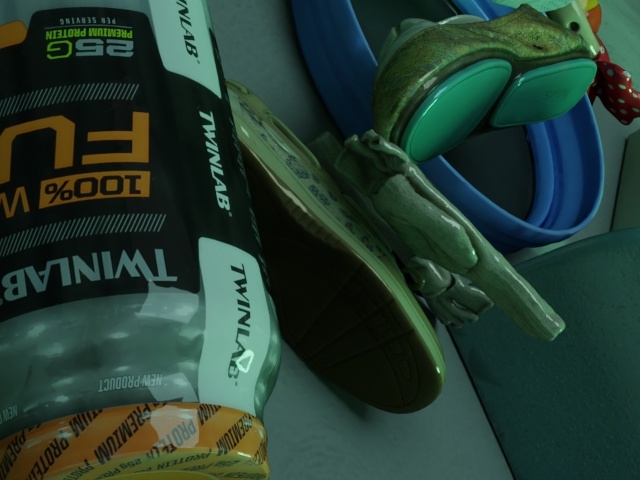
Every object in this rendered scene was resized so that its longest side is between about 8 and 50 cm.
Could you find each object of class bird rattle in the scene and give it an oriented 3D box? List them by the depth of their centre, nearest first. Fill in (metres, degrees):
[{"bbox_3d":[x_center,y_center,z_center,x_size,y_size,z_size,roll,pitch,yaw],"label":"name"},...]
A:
[{"bbox_3d":[0.289,-0.246,1.605,0.253,0.143,0.207,54,17,-11],"label":"bird rattle"}]

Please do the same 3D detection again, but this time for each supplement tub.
[{"bbox_3d":[-0.131,-0.002,0.798,0.194,0.193,0.316,15,52,-46],"label":"supplement tub"}]

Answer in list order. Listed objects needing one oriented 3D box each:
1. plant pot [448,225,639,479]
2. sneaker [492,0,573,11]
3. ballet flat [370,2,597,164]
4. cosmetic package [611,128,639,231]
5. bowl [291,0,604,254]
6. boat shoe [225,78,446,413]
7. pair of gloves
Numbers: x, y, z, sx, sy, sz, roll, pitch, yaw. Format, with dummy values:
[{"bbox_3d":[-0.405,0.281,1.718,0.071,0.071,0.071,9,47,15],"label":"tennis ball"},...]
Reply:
[{"bbox_3d":[0.305,0.096,1.227,0.248,0.252,0.247,-4,66,-54],"label":"plant pot"},{"bbox_3d":[0.158,-0.337,1.375,0.269,0.101,0.153,27,50,-34],"label":"sneaker"},{"bbox_3d":[0.113,-0.139,1.175,0.348,0.123,0.123,-19,79,-55],"label":"ballet flat"},{"bbox_3d":[0.415,-0.009,1.582,0.160,0.113,0.309,46,36,-17],"label":"cosmetic package"},{"bbox_3d":[0.123,-0.163,1.361,0.391,0.077,0.391,33,41,-33],"label":"bowl"},{"bbox_3d":[0.000,0.000,1.046,0.285,0.104,0.089,52,37,-7],"label":"boat shoe"},{"bbox_3d":[0.073,0.000,1.086,0.204,0.042,0.240,46,-8,-12],"label":"pair of gloves"}]
